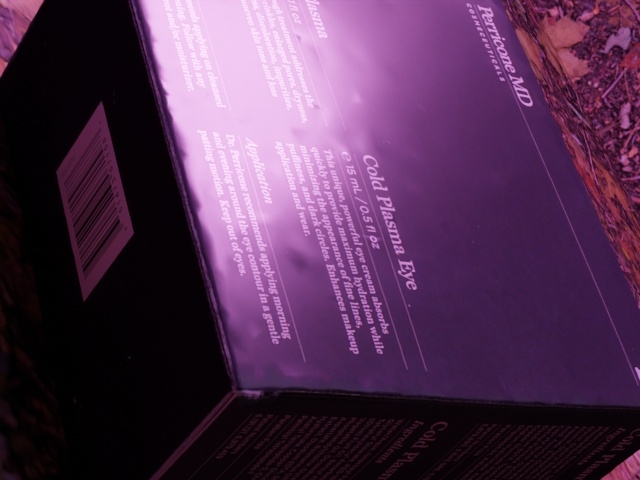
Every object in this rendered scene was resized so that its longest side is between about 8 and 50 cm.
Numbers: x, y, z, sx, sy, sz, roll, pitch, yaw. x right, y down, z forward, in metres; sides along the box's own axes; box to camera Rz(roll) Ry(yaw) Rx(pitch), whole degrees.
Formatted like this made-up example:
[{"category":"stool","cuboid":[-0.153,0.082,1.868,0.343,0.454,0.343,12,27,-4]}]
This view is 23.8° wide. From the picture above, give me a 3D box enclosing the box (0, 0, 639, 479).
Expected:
[{"category":"box","cuboid":[0.000,0.000,0.932,0.312,0.179,0.343,7,51,-33]}]
